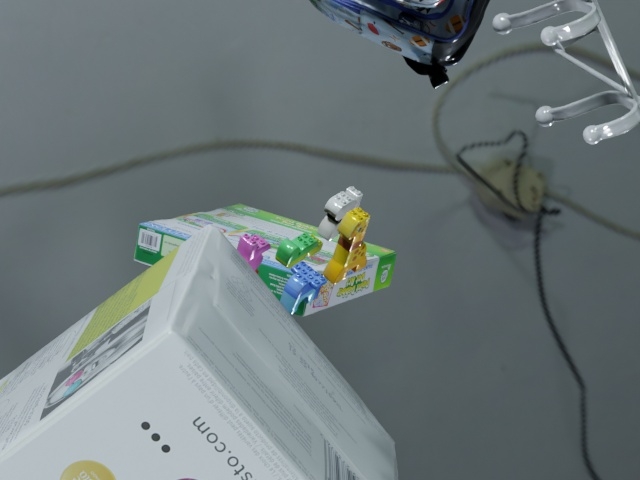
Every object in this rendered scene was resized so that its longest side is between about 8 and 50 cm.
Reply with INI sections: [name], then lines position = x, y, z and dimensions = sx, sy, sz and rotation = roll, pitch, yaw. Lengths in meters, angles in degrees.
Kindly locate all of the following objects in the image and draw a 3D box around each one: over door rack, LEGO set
[over door rack]
position = 0.223, -0.252, 1.414
dimensions = 0.108, 0.324, 0.240
rotation = -23, 112, 11
[LEGO set]
position = 0.000, 0.000, 1.533
dimensions = 0.227, 0.087, 0.093
rotation = -31, 149, -44

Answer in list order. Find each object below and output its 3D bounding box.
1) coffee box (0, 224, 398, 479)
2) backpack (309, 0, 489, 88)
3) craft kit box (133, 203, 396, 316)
[coffee box]
position = -0.147, 0.246, 1.361
dimensions = 0.334, 0.338, 0.338
rotation = -36, 103, 11
[backpack]
position = 0.097, -0.380, 1.795
dimensions = 0.213, 0.263, 0.277
rotation = 65, 46, -69
[craft kit box]
position = -0.066, 0.019, 1.756
dimensions = 0.246, 0.249, 0.061
rotation = -19, 122, -60
